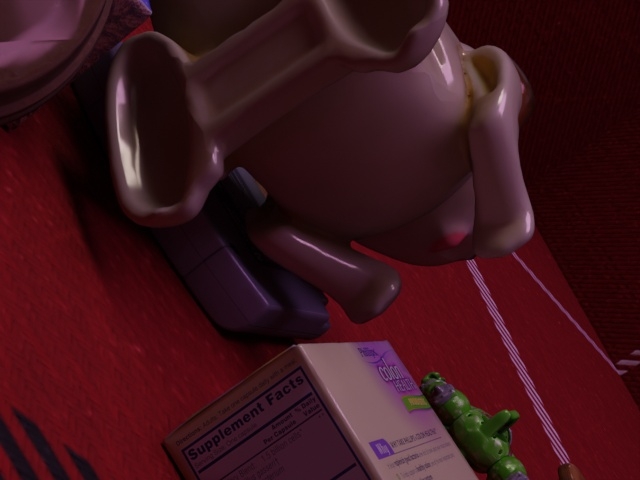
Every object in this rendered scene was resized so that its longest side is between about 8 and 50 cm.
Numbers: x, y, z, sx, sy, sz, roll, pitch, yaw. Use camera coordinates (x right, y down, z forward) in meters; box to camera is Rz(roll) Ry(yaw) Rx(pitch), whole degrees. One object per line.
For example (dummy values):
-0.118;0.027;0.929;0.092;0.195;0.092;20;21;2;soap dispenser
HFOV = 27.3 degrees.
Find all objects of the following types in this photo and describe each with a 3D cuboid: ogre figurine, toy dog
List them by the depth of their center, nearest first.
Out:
0.022;-0.114;1.124;0.408;0.284;0.395;34;20;-51;toy dog
0.168;0.212;1.383;0.118;0.096;0.197;51;19;-70;ogre figurine

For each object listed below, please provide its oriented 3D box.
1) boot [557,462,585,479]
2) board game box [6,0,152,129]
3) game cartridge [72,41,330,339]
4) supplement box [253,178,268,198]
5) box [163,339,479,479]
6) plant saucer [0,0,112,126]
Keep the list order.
0.283;0.337;1.324;0.264;0.096;0.280;46;28;-34;boot
-0.266;-0.267;1.000;0.232;0.141;0.291;44;16;-34;board game box
-0.108;-0.043;1.173;0.297;0.062;0.198;58;18;18;game cartridge
-0.037;-0.055;1.338;0.036;0.098;0.062;31;25;-58;supplement box
0.037;0.200;0.913;0.243;0.117;0.213;58;14;13;box
-0.230;-0.203;0.799;0.278;0.041;0.278;1;89;-44;plant saucer
